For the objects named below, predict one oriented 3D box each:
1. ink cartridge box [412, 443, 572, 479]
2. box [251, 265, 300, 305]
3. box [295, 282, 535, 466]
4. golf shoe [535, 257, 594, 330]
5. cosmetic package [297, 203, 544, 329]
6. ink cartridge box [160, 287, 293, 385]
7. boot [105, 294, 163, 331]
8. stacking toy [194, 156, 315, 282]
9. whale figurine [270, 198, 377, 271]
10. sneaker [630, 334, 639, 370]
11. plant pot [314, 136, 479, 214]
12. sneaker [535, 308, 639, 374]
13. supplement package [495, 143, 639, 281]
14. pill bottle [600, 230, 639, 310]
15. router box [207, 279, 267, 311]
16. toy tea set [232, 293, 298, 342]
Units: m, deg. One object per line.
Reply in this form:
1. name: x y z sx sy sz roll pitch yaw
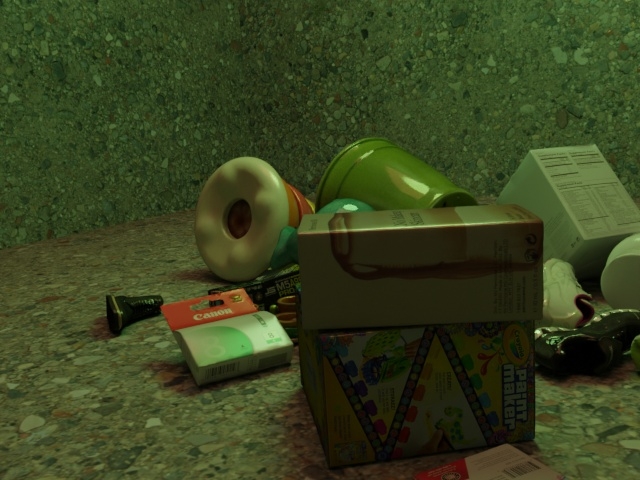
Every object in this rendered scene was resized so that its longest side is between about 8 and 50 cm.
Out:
1. ink cartridge box: 0.189 0.274 0.653 0.127 0.072 0.175 -9 11 -25
2. box: -0.046 0.082 1.673 0.216 0.060 0.270 -17 5 11
3. box: 0.119 0.165 1.000 0.279 0.177 0.290 -5 10 -8
4. golf shoe: 0.472 0.120 1.350 0.140 0.115 0.306 17 23 28
5. cosmetic package: 0.122 0.029 0.891 0.296 0.129 0.153 -4 12 1
6. ink cartridge box: -0.177 0.156 1.266 0.181 0.056 0.225 -10 41 -27
7. boot: -0.420 0.155 1.582 0.137 0.077 0.198 -3 10 -19
8. stacking toy: -0.101 -0.043 2.055 0.350 0.351 0.480 4 -2 39
9. whale figurine: 0.000 0.000 1.357 0.272 0.216 0.141 -1 -30 38
10. sneaker: 0.581 0.173 1.001 0.126 0.091 0.240 -7 10 -20
11. plant pot: 0.234 -0.066 1.881 0.366 0.367 0.353 -11 25 -34
12. sneaker: 0.455 0.172 1.114 0.234 0.078 0.106 -10 14 -10
13. supplement package: 0.590 -0.061 1.628 0.198 0.263 0.199 -8 -33 -20
14. pill bottle: 0.675 0.057 1.371 0.169 0.169 0.301 5 14 41
15. router box: -0.177 0.142 1.479 0.122 0.092 0.038 -11 12 -31
16. toy tea set: -0.037 0.123 1.429 0.336 0.124 0.200 -9 12 -26
